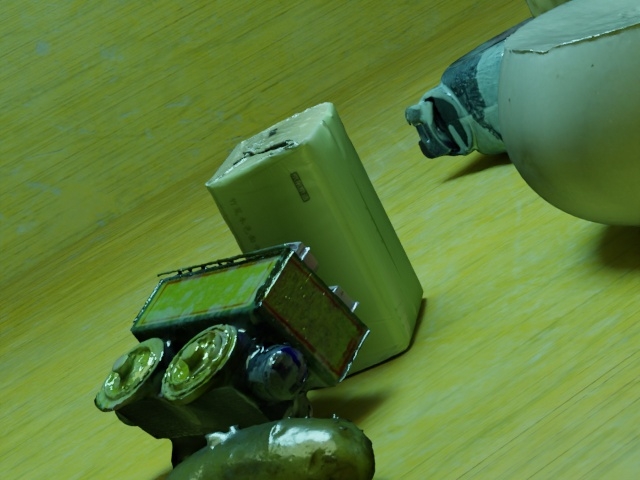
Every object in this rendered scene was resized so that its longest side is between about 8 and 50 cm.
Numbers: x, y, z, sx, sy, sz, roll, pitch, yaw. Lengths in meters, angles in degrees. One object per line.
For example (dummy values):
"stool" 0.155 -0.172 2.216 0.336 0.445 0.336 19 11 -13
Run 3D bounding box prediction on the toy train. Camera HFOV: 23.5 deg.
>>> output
"toy train" -0.085 0.113 1.386 0.261 0.134 0.177 -14 37 49

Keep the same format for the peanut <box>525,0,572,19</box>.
"peanut" 0.355 -0.238 1.632 0.340 0.158 0.174 15 9 2

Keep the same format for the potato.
"potato" -0.040 0.182 1.205 0.188 0.085 0.105 -15 19 30

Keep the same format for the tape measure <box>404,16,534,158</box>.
"tape measure" 0.282 -0.210 2.006 0.275 0.147 0.256 -21 11 45

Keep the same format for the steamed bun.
"steamed bun" 0.323 -0.131 1.415 0.324 0.206 0.324 -20 12 5

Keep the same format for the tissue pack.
"tissue pack" 0.000 0.000 1.510 0.125 0.234 0.159 -23 13 16
